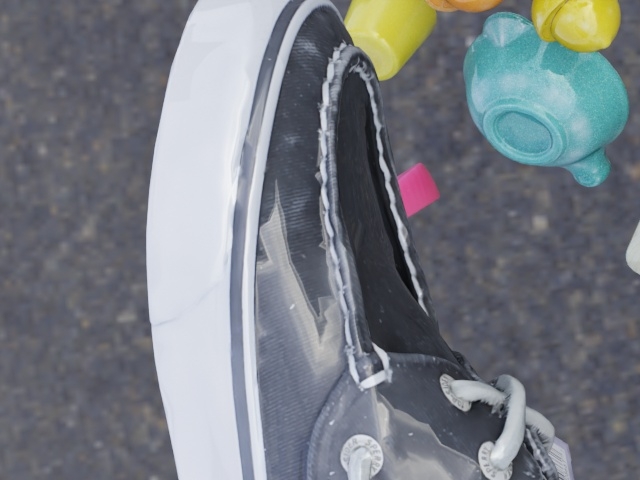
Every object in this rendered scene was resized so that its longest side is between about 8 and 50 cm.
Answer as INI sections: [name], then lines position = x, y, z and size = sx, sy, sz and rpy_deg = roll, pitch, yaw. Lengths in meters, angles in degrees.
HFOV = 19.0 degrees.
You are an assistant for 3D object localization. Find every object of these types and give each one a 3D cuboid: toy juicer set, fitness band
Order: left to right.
[fitness band]
position = 0.000, 0.000, 2.008
size = 0.291, 0.209, 0.054
rpy_deg = -29, 91, 50
[toy juicer set]
position = 0.187, -0.124, 1.446
size = 0.329, 0.089, 0.209
rpy_deg = 36, 145, -8

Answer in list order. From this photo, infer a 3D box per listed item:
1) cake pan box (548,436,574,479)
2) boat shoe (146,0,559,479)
[cake pan box]
position = 0.062, 0.173, 1.117
size = 0.070, 0.246, 0.267
rpy_deg = -35, 38, 28
[boat shoe]
position = 0.021, 0.073, 0.528
size = 0.102, 0.108, 0.301
rpy_deg = -6, 83, 22
